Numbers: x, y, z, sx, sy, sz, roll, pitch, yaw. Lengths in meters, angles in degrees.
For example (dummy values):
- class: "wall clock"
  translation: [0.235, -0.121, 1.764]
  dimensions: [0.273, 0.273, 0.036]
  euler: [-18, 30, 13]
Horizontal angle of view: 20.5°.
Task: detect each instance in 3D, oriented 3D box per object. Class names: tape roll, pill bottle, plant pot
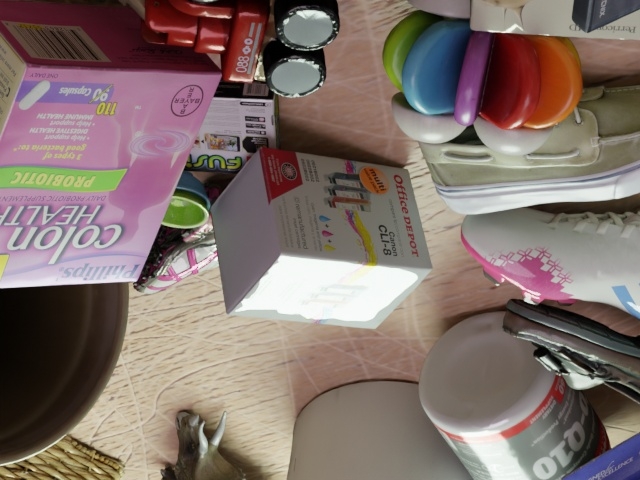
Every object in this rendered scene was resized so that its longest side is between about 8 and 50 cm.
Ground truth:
- class: "tape roll"
  translation: [0.082, 0.305, 2.140]
  dimensions: [0.246, 0.169, 0.246]
  euler: [5, 141, 4]
- class: "pill bottle"
  translation: [0.237, 0.222, 2.022]
  dimensions: [0.161, 0.161, 0.283]
  euler: [-13, 137, 23]
- class: "plant pot"
  translation: [-0.405, 0.054, 1.814]
  dimensions: [0.280, 0.323, 0.323]
  euler: [3, 149, 48]

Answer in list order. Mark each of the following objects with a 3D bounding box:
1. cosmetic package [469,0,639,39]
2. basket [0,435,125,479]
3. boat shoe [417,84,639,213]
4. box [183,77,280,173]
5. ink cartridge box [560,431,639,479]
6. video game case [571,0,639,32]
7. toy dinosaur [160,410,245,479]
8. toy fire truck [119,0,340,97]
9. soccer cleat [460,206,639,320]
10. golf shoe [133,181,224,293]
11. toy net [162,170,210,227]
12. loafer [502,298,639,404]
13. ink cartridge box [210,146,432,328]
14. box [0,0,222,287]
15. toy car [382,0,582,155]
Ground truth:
- class: "cosmetic package"
  translation: [0.205, -0.312, 1.418]
  dimensions: [0.160, 0.113, 0.309]
  euler: [3, 140, 5]
- class: "basket"
  translation: [-0.429, 0.354, 2.233]
  dimensions: [0.299, 0.223, 0.213]
  euler: [31, 135, -28]
- class: "boat shoe"
  translation: [0.231, -0.096, 1.682]
  dimensions: [0.302, 0.109, 0.094]
  euler: [-14, 134, 28]
- class: "box"
  translation: [-0.145, -0.119, 1.761]
  dimensions: [0.207, 0.036, 0.114]
  euler: [4, 141, 4]
- class: "ink cartridge box"
  translation: [0.409, 0.310, 2.054]
  dimensions: [0.303, 0.072, 0.307]
  euler: [-27, 145, -17]
- class: "video game case"
  translation: [0.320, -0.287, 1.375]
  dimensions: [0.274, 0.026, 0.196]
  euler: [-25, 145, -19]
- class: "toy dinosaur"
  translation: [-0.113, 0.348, 2.262]
  dimensions: [0.160, 0.121, 0.313]
  euler: [-12, 135, 41]
- class: "toy fire truck"
  translation: [-0.108, -0.252, 1.530]
  dimensions: [0.246, 0.158, 0.217]
  euler: [3, 142, -12]
- class: "soccer cleat"
  translation: [0.306, 0.009, 1.812]
  dimensions: [0.331, 0.116, 0.143]
  euler: [20, 123, -19]
- class: "golf shoe"
  translation: [-0.133, 0.013, 1.895]
  dimensions: [0.086, 0.067, 0.186]
  euler: [26, 138, -27]
- class: "toy net"
  translation: [-0.209, -0.028, 1.838]
  dimensions: [0.122, 0.045, 0.232]
  euler: [19, 151, -26]
- class: "loafer"
  translation: [0.302, 0.135, 1.875]
  dimensions: [0.267, 0.096, 0.084]
  euler: [18, 98, -25]
- class: "ink cartridge box"
  translation: [0.000, 0.000, 1.780]
  dimensions: [0.176, 0.128, 0.127]
  euler: [7, 145, -29]
- class: "box"
  translation: [-0.241, -0.086, 1.618]
  dimensions: [0.213, 0.117, 0.243]
  euler: [-1, 128, -42]
- class: "toy car"
  translation: [0.146, -0.150, 1.574]
  dimensions: [0.182, 0.136, 0.159]
  euler: [9, 113, -2]
